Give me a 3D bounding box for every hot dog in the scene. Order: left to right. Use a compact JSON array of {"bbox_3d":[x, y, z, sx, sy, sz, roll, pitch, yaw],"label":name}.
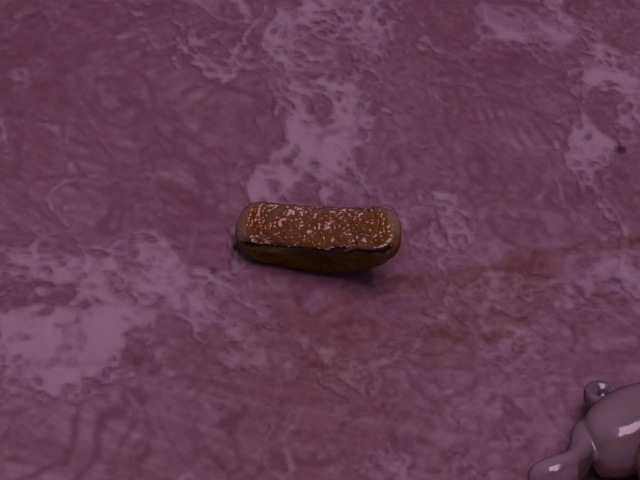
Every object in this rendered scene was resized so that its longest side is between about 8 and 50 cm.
[{"bbox_3d":[0.000,0.000,0.860,0.090,0.034,0.030,2,59,11],"label":"hot dog"}]

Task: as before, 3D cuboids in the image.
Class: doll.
[{"bbox_3d":[0.167,0.108,0.794,0.135,0.071,0.113,-3,43,-12],"label":"doll"}]
